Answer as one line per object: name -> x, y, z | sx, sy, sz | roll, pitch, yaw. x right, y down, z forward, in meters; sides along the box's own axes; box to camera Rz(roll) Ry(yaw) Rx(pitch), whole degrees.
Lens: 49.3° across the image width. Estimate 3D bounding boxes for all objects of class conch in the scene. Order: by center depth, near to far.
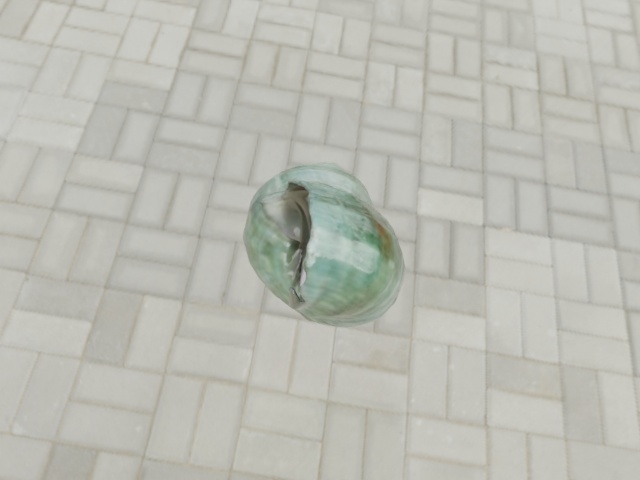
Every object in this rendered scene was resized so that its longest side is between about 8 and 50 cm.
conch -> 0.000, 0.000, 0.794 | 0.195, 0.220, 0.277 | -5, 38, 14
